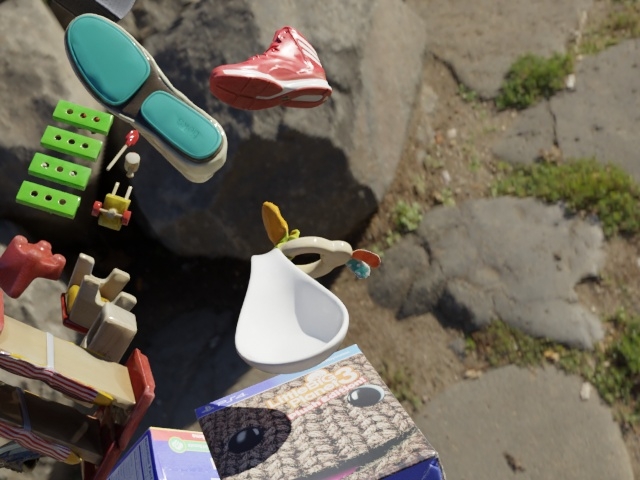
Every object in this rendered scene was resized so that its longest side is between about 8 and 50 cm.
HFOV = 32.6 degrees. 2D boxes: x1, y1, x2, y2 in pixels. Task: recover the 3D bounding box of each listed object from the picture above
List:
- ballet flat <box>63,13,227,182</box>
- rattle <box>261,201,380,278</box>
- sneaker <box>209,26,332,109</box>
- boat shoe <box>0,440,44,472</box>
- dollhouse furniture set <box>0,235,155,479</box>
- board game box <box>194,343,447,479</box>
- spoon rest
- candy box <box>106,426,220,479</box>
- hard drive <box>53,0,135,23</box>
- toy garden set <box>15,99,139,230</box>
[{"bbox_3d":[-0.204,-0.160,1.276,0.086,0.086,0.248,-41,78,-14],"label":"ballet flat"},{"bbox_3d":[0.000,0.000,2.046,0.200,0.130,0.143,-9,43,-6],"label":"rattle"},{"bbox_3d":[-0.094,-0.288,1.804,0.087,0.221,0.128,-41,56,44],"label":"sneaker"},{"bbox_3d":[-0.414,0.299,1.519,0.152,0.056,0.049,-28,81,23],"label":"boat shoe"},{"bbox_3d":[-0.338,0.128,1.323,0.152,0.201,0.374,-58,23,9],"label":"dollhouse furniture set"},{"bbox_3d":[0.001,0.281,1.315,0.232,0.141,0.291,-21,24,-10],"label":"board game box"},{"bbox_3d":[-0.048,0.080,1.346,0.137,0.084,0.276,-19,23,-5],"label":"spoon rest"},{"bbox_3d":[-0.240,0.453,1.832,0.317,0.268,0.122,-47,45,32],"label":"candy box"},{"bbox_3d":[-0.360,-0.400,1.645,0.054,0.172,0.254,-48,21,20],"label":"hard drive"},{"bbox_3d":[-0.435,-0.133,2.067,0.204,0.049,0.244,17,56,-4],"label":"toy garden set"}]
